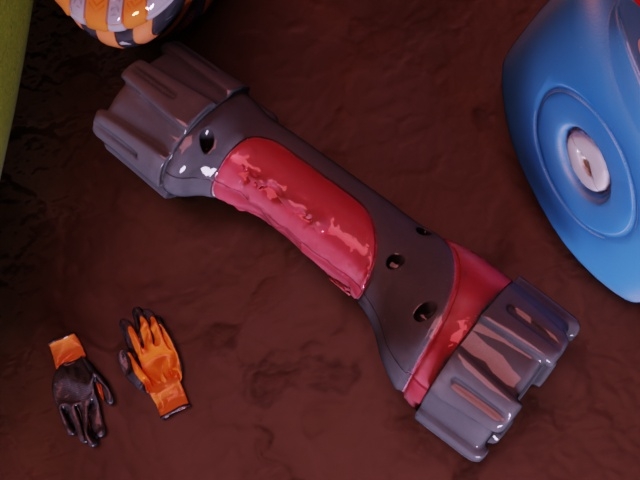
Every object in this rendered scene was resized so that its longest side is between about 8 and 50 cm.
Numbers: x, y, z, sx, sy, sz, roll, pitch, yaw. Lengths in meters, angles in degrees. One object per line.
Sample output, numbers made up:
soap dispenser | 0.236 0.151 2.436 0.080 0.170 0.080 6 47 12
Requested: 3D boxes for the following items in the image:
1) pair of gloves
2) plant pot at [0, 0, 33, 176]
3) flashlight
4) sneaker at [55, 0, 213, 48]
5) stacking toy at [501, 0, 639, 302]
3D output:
pair of gloves | -0.127 0.084 0.740 0.083 0.010 0.074 -21 75 2
plant pot | -0.319 -0.108 0.663 0.366 0.366 0.353 -3 88 6
flashlight | 0.000 0.000 0.699 0.304 0.103 0.103 36 86 12
sneaker | -0.092 -0.273 0.720 0.124 0.180 0.321 17 92 0
stacking toy | 0.274 -0.102 0.682 0.302 0.166 0.175 -24 84 -15
